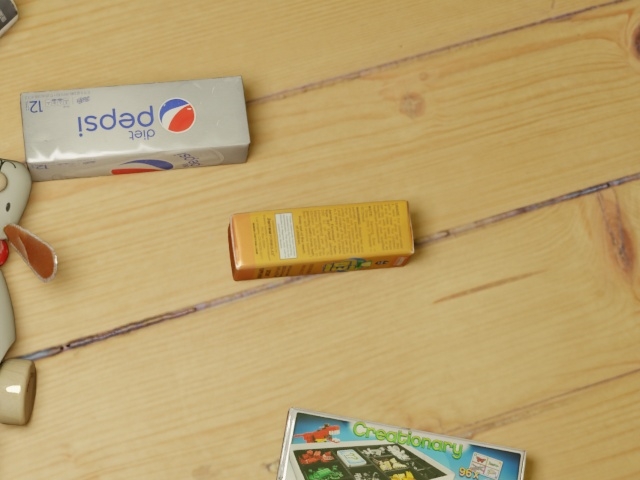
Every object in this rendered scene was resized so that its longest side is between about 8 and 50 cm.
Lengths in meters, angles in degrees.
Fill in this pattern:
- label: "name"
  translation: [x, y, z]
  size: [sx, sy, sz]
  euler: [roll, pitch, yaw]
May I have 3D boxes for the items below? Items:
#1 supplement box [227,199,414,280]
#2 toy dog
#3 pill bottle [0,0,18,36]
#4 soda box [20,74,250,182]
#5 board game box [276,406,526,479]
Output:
- label: "supplement box"
  translation: [0.000, 0.000, 1.830]
  size: [0.233, 0.078, 0.080]
  euler: [-7, 76, -8]
- label: "toy dog"
  translation: [-0.420, 0.065, 1.706]
  size: [0.220, 0.161, 0.333]
  euler: [-13, 84, -7]
- label: "pill bottle"
  translation: [-0.514, -0.250, 1.807]
  size: [0.130, 0.130, 0.245]
  euler: [41, 75, 5]
- label: "soda box"
  translation: [-0.238, -0.143, 1.831]
  size: [0.286, 0.091, 0.098]
  euler: [-6, 77, -8]
- label: "board game box"
  translation: [0.093, 0.331, 1.766]
  size: [0.305, 0.053, 0.193]
  euler: [11, 75, -4]
